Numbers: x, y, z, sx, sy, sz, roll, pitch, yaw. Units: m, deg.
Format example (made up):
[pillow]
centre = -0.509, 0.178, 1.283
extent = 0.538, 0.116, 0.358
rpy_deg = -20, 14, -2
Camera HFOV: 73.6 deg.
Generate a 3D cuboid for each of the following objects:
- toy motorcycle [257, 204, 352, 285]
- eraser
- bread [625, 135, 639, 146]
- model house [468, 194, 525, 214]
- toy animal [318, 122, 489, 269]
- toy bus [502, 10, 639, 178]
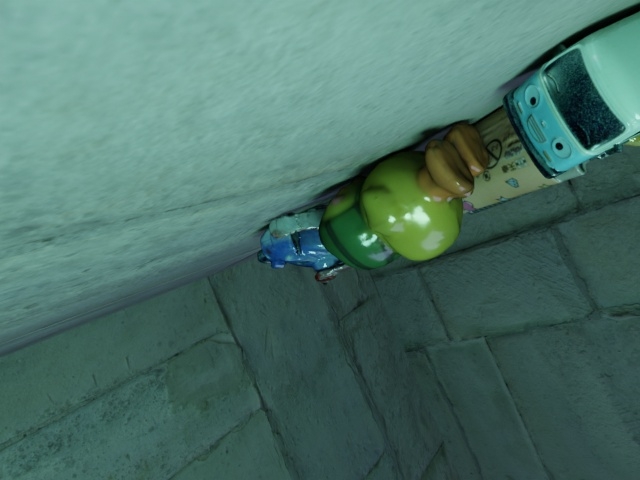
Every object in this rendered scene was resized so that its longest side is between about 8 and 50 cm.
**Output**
[toy motorcycle]
centre = -0.004, -0.021, 1.025
extent = 0.320, 0.182, 0.241
rpy_deg = -9, 134, -3
[eraser]
centre = 0.323, -0.157, 0.750
extent = 0.087, 0.171, 0.290
rpy_deg = 11, 169, -16
[bread]
centre = 0.549, -0.240, 0.789
extent = 0.185, 0.114, 0.275
rpy_deg = 16, -155, 30
[model house]
centre = 0.589, -0.224, 1.509
extent = 0.224, 0.215, 0.199
rpy_deg = -24, 177, 44
[toy animal]
centre = 0.142, -0.049, 0.766
extent = 0.338, 0.191, 0.216
rpy_deg = -29, -170, 44
[toy bus]
centre = 0.373, -0.192, 0.480
extent = 0.272, 0.133, 0.165
rpy_deg = -26, 174, -3
